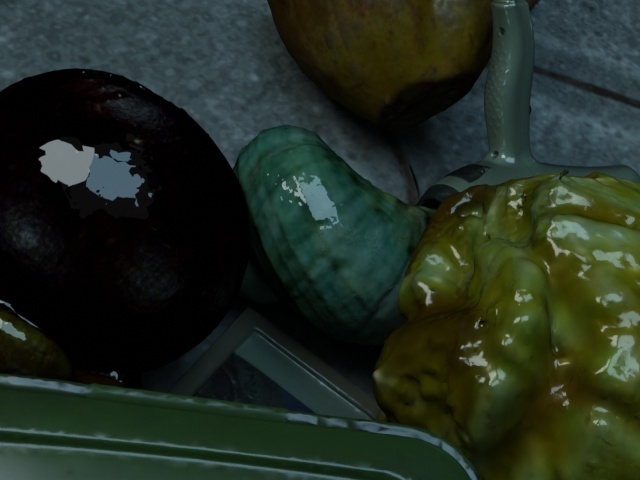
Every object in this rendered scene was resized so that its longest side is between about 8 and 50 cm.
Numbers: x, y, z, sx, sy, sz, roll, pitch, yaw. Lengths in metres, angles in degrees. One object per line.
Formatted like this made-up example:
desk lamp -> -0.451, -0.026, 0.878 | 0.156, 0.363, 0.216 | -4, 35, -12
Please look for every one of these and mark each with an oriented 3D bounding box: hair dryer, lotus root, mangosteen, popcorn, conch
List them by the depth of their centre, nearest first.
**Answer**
popcorn -> 0.159, 0.085, 0.820 | 0.247, 0.282, 0.282 | 22, 48, 4
mangosteen -> -0.164, 0.016, 0.833 | 0.211, 0.211, 0.250 | 35, 75, 10
conch -> 0.001, 0.003, 0.934 | 0.188, 0.176, 0.122 | 25, 70, 29
hair dryer -> 0.190, -0.099, 1.055 | 0.229, 0.267, 0.092 | 12, 3, -42
lotus root -> 0.072, -0.183, 1.089 | 0.199, 0.188, 0.180 | -6, 66, -28

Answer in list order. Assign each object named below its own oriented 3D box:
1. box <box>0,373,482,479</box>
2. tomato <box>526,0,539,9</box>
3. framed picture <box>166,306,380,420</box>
box -> -0.085, 0.223, 0.671 | 0.328, 0.178, 0.253 | 8, 56, -7
tomato -> 0.139, -0.316, 1.266 | 0.199, 0.112, 0.228 | -17, 63, -33
framed picture -> -0.045, 0.184, 0.843 | 0.209, 0.019, 0.281 | 34, 48, 8
